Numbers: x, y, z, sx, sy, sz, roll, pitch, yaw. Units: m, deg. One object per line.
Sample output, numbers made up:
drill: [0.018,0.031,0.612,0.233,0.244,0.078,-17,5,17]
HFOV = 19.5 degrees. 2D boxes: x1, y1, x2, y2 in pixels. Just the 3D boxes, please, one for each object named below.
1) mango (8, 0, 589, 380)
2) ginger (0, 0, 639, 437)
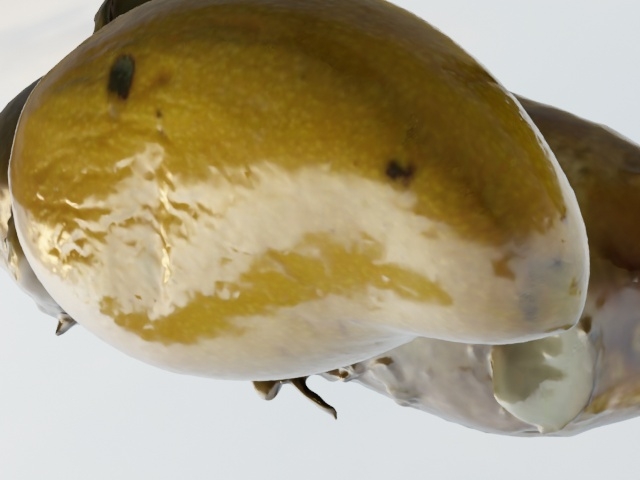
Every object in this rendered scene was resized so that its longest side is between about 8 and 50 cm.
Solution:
mango: [-0.011,-0.020,0.688,0.262,0.157,0.109,2,-155,38]
ginger: [0.000,0.000,0.965,0.418,0.176,0.254,25,-135,19]
